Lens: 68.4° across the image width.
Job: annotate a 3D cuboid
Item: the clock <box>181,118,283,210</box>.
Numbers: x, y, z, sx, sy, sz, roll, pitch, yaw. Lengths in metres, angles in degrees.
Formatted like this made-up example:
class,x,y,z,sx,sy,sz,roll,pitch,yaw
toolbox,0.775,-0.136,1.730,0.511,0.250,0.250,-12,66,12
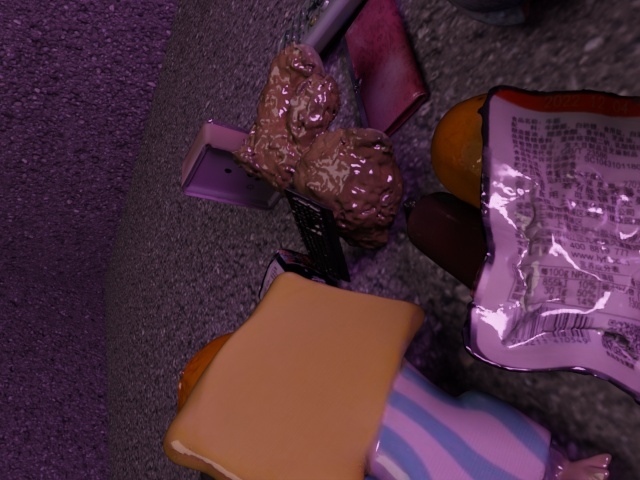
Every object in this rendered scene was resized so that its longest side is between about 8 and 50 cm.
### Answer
class,x,y,z,sx,sy,sz,roll,pitch,yaw
clock,-0.151,-0.135,0.892,0.147,0.192,0.071,-45,45,45

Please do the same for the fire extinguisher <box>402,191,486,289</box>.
class,x,y,z,sx,sy,sz,roll,pitch,yaw
fire extinguisher,0.158,0.016,0.468,0.072,0.089,0.268,-39,38,-5

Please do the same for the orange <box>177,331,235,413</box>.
class,x,y,z,sx,sy,sz,roll,pitch,yaw
orange,-0.134,0.258,0.772,0.219,0.193,0.219,-178,90,-75

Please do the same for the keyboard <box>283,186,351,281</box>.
class,x,y,z,sx,sy,sz,roll,pitch,yaw
keyboard,-0.001,0.001,0.636,0.074,0.196,0.015,32,70,25

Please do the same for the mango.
class,x,y,z,sx,sy,sz,roll,pitch,yaw
mango,0.177,-0.073,0.430,0.115,0.090,0.178,-41,41,3

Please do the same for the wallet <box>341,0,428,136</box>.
class,x,y,z,sx,sy,sz,roll,pitch,yaw
wallet,0.088,-0.260,0.698,0.119,0.025,0.232,-41,49,45

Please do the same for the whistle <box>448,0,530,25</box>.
class,x,y,z,sx,sy,sz,roll,pitch,yaw
whistle,0.165,-0.342,0.504,0.134,0.142,0.345,-42,35,33

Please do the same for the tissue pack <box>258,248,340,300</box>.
class,x,y,z,sx,sy,sz,roll,pitch,yaw
tissue pack,-0.025,0.094,0.724,0.170,0.091,0.103,43,119,52

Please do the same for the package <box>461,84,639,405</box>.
class,x,y,z,sx,sy,sz,roll,pitch,yaw
package,0.190,-0.005,0.335,0.040,0.166,0.231,77,-158,-70

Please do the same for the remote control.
class,x,y,z,sx,sy,sz,roll,pitch,yaw
remote control,0.021,-0.395,0.800,0.335,0.066,0.127,-34,45,51

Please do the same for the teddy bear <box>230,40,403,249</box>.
class,x,y,z,sx,sy,sz,roll,pitch,yaw
teddy bear,0.007,-0.105,0.646,0.256,0.156,0.267,30,146,30

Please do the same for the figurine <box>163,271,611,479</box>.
class,x,y,z,sx,sy,sz,roll,pitch,yaw
figurine,0.049,0.269,0.516,0.362,0.266,0.377,25,139,33
